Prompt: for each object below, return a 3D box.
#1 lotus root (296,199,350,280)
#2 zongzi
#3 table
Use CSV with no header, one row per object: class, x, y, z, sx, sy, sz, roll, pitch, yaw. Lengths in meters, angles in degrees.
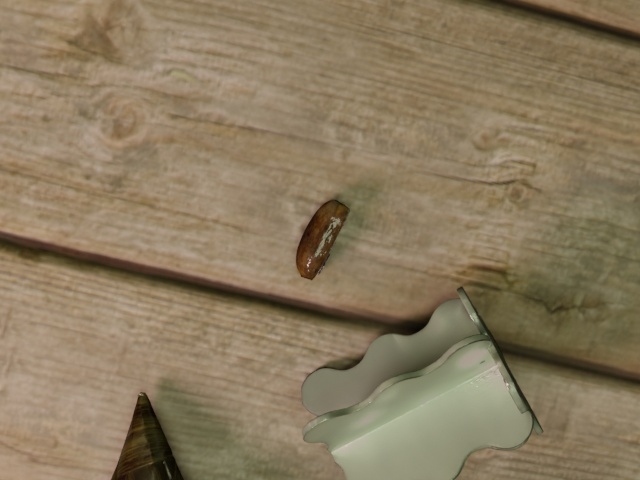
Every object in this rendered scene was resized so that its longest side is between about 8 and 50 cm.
lotus root,-0.002,-0.001,1.183,0.030,0.037,0.083,24,98,-8
zongzi,-0.215,0.267,1.194,0.187,0.084,0.184,-24,90,2
table,0.088,0.160,1.175,0.198,0.166,0.167,-29,104,6
